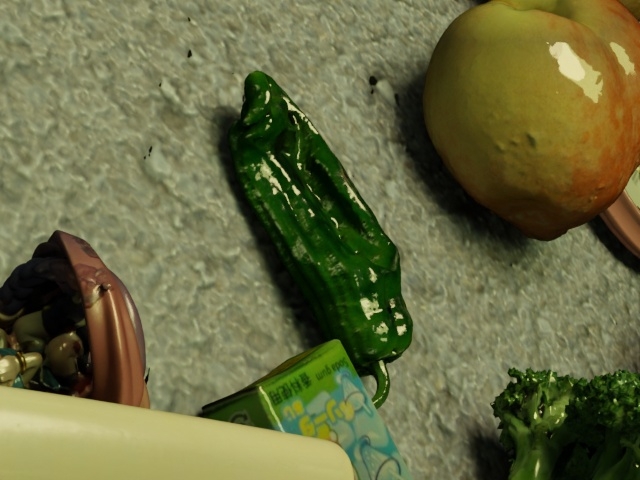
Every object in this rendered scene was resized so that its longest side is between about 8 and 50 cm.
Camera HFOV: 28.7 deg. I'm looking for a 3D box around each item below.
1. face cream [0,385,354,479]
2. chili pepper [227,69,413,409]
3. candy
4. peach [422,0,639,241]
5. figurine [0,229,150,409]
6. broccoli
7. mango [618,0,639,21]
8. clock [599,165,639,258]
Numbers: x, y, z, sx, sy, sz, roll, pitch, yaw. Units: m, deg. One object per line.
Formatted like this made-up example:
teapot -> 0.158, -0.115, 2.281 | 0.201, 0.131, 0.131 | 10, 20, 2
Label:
face cream -> -0.142, 0.152, 0.585 | 0.348, 0.081, 0.173 | 18, 97, -41
chili pepper -> 0.001, -0.002, 0.905 | 0.100, 0.074, 0.257 | -9, 67, -55
candy -> 0.012, 0.170, 0.804 | 0.097, 0.062, 0.194 | -23, 85, -53
peach -> 0.193, -0.107, 1.106 | 0.232, 0.232, 0.232 | 27, 47, -34
figurine -> -0.160, 0.079, 0.652 | 0.157, 0.126, 0.114 | -41, 142, -28
broccoli -> 0.229, 0.216, 0.905 | 0.241, 0.261, 0.269 | -15, 116, -28
mango -> 0.294, -0.338, 1.348 | 0.384, 0.199, 0.221 | -17, 78, -53
clock -> 0.338, -0.078, 1.337 | 0.244, 0.056, 0.244 | 27, 49, -36
